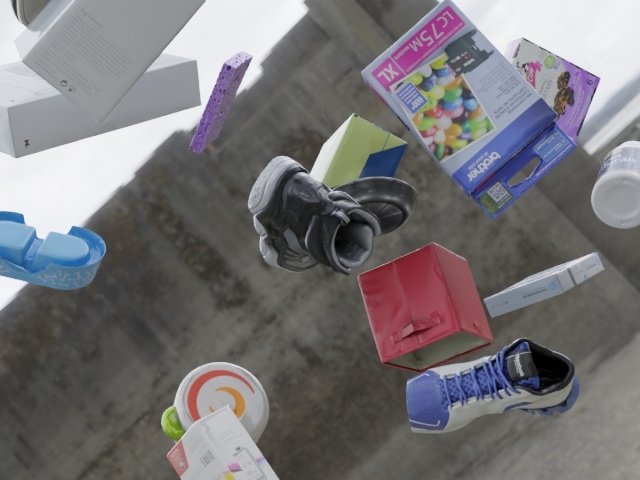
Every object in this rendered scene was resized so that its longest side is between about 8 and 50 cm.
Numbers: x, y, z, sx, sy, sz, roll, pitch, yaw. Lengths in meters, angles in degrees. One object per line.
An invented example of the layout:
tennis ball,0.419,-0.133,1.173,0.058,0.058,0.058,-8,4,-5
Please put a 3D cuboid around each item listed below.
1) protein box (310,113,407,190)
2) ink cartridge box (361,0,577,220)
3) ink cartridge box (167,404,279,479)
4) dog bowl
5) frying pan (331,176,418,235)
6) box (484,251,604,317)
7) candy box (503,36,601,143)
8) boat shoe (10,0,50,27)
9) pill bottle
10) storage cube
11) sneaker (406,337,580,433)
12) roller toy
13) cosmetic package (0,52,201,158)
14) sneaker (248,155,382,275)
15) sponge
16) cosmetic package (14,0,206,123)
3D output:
protein box,0.058,-0.126,2.266,0.200,0.136,0.201,-66,11,-21
ink cartridge box,0.232,-0.206,1.663,0.185,0.311,0.065,-41,-8,3
ink cartridge box,-0.121,0.349,1.502,0.067,0.198,0.115,-21,-21,-44
dog bowl,-0.614,0.024,2.287,0.166,0.297,0.074,-81,5,-60
frying pan,0.034,-0.048,2.101,0.326,0.053,0.197,-12,-31,8
box,0.387,0.075,1.831,0.145,0.038,0.186,-24,-3,36
candy box,0.448,-0.296,2.172,0.165,0.196,0.070,-67,14,-6
boat shoe,-0.410,-0.486,1.573,0.112,0.095,0.335,-8,-61,-51
pill bottle,0.481,-0.094,1.662,0.094,0.094,0.169,-47,2,33
storage cube,0.214,0.139,2.151,0.183,0.193,0.215,-25,-24,23
sneaker,0.303,0.239,1.852,0.315,0.128,0.182,-8,-27,1
roller toy,-0.207,0.361,2.171,0.146,0.209,0.191,115,178,-54
cosmetic package,-0.445,-0.258,1.874,0.377,0.284,0.098,-23,-58,-39
sneaker,0.000,0.000,1.402,0.101,0.153,0.269,-54,-21,-15
sponge,-0.210,-0.292,2.242,0.210,0.031,0.117,-64,-3,26
cosmetic package,-0.298,-0.306,1.485,0.225,0.138,0.224,-50,25,2
